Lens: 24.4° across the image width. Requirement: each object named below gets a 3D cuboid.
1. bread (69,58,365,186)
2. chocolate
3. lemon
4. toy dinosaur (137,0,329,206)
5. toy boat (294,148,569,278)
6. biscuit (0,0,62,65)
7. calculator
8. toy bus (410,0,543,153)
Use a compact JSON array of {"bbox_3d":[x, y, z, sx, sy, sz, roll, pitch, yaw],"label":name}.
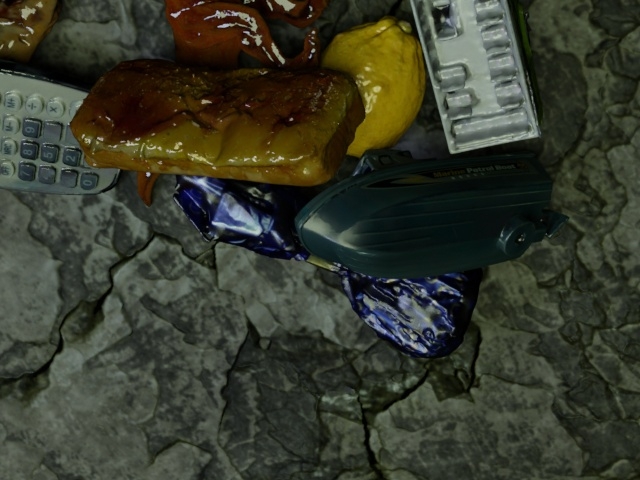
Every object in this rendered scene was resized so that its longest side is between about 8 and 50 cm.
[{"bbox_3d":[-0.101,-0.111,1.392,0.271,0.139,0.077,8,135,25],"label":"bread"},{"bbox_3d":[-0.002,-0.003,1.520,0.343,0.148,0.126,29,149,-12],"label":"chocolate"},{"bbox_3d":[0.045,-0.151,1.456,0.114,0.114,0.155,26,112,-4],"label":"lemon"},{"bbox_3d":[-0.089,-0.207,1.461,0.208,0.097,0.432,10,114,14],"label":"toy dinosaur"},{"bbox_3d":[0.094,-0.028,1.434,0.296,0.122,0.114,-6,128,-37],"label":"toy boat"},{"bbox_3d":[-0.391,-0.308,1.465,0.289,0.081,0.334,2,114,6],"label":"biscuit"},{"bbox_3d":[-0.321,-0.116,1.526,0.268,0.040,0.177,13,139,-8],"label":"calculator"},{"bbox_3d":[0.135,-0.229,1.391,0.113,0.139,0.301,-11,114,15],"label":"toy bus"}]
